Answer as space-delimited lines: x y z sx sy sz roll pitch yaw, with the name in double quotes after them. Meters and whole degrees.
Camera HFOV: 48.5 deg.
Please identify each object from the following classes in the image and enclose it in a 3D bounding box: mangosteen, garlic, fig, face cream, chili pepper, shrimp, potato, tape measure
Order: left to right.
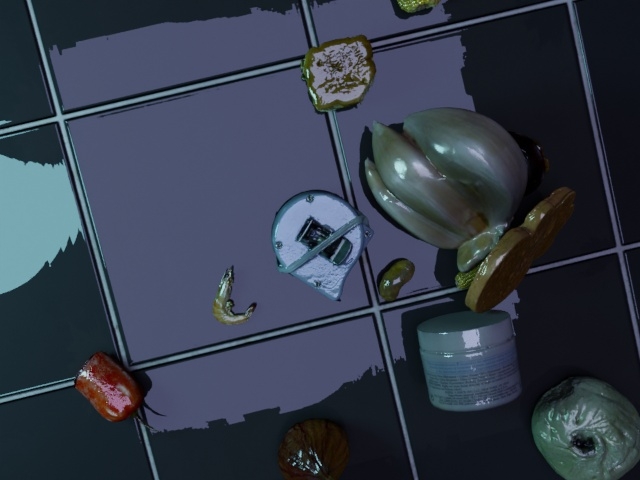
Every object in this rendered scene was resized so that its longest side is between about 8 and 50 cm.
-0.378 0.301 1.349 0.192 0.084 0.086 43 108 0 "chili pepper"
-0.163 0.110 1.375 0.083 0.023 0.114 10 99 -6 "shrimp"
-0.005 0.425 1.321 0.134 0.201 0.146 15 100 -13 "fig"
-0.004 -0.003 1.334 0.181 0.107 0.182 25 95 -11 "tape measure"
0.145 0.076 1.376 0.046 0.045 0.092 33 95 -41 "potato"
0.229 -0.104 1.278 0.279 0.132 0.325 -35 106 31 "garlic"
0.278 0.222 1.326 0.178 0.177 0.152 -10 95 -2 "face cream"
0.369 -0.148 1.341 0.140 0.140 0.140 0 94 -3 "mangosteen"

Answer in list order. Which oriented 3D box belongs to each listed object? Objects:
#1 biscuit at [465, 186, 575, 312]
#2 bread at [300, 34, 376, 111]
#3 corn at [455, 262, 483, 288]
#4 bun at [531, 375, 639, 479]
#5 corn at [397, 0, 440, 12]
0.369 0.017 1.319 0.044 0.202 0.288 37 85 28 "biscuit"
0.037 -0.310 1.330 0.140 0.069 0.127 -17 96 0 "bread"
0.306 0.065 1.387 0.092 0.037 0.037 -22 95 0 "corn"
0.528 0.378 1.384 0.221 0.108 0.221 0 94 -3 "bun"
0.170 -0.512 1.323 0.085 0.063 0.165 -11 95 22 "corn"
